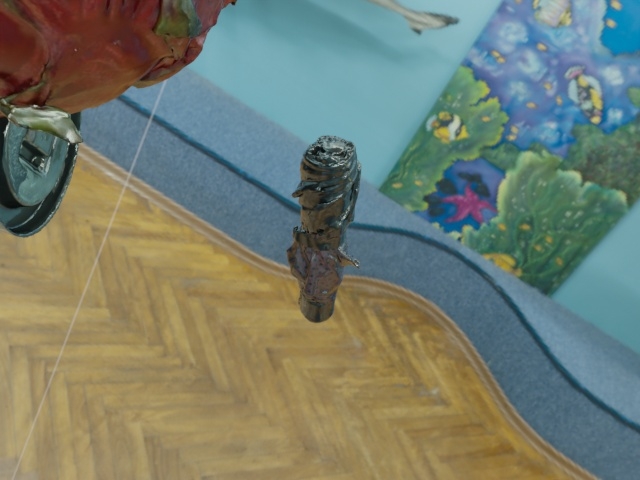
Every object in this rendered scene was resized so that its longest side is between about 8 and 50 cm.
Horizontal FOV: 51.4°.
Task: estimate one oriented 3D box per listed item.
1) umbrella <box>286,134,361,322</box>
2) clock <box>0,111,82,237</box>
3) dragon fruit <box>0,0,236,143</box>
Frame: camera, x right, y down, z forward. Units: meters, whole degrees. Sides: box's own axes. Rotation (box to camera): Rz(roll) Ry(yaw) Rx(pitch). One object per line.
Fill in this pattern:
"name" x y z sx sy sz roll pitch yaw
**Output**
"umbrella" 0.000 0.000 0.899 0.094 0.326 0.090 -14 48 -20
"clock" -0.312 -0.112 0.697 0.042 0.214 0.215 11 33 0
"dragon fruit" -0.182 -0.179 0.355 0.299 0.244 0.244 9 34 -2
